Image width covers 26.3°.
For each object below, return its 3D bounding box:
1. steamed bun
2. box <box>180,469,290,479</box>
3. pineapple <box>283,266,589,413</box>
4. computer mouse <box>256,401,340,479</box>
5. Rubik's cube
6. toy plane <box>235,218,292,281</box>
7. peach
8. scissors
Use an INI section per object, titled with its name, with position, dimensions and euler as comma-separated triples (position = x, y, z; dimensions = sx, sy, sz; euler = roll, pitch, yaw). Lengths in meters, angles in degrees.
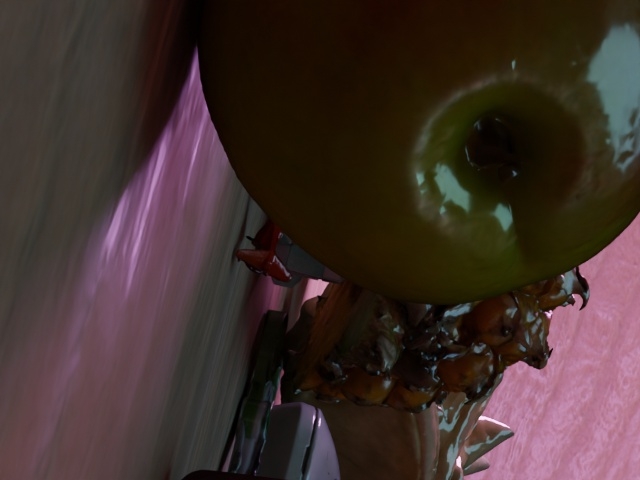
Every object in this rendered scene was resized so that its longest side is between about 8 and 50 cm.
[steamed bun]
position = 0.078, 0.207, 1.488
dimensions = 0.189, 0.247, 0.428
euler = -60, 162, -45
[box]
position = -0.028, 0.266, 0.730
dimensions = 0.294, 0.193, 0.167
euler = -71, 167, -59
[pineapple]
position = 0.124, 0.067, 1.105
dimensions = 0.344, 0.209, 0.286
euler = -57, -171, 27
[computer mouse]
position = -0.032, 0.259, 1.297
dimensions = 0.288, 0.097, 0.159
euler = 95, 6, -57
[Rubik's cube]
position = -0.002, -0.002, 1.044
dimensions = 0.073, 0.084, 0.075
euler = 105, -19, -85
[toy plane]
position = 0.010, -0.069, 0.899
dimensions = 0.077, 0.126, 0.194
euler = -145, -117, -64
[peach]
position = 0.054, -0.089, 0.593
dimensions = 0.231, 0.231, 0.231
euler = 12, 90, -86
[scissors]
position = -0.055, 0.150, 1.121
dimensions = 0.204, 0.027, 0.101
euler = -77, 175, -51
